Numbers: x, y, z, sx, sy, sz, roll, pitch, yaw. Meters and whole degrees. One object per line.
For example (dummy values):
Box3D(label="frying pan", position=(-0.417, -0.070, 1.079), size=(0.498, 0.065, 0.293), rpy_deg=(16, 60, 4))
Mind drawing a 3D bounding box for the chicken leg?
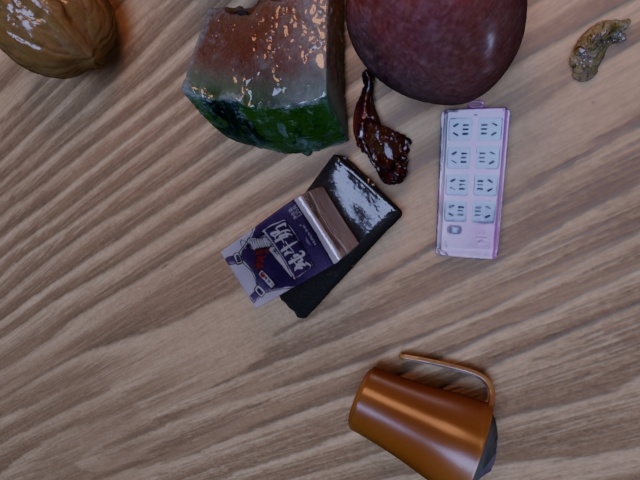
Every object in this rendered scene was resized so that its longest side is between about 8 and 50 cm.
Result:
Box3D(label="chicken leg", position=(0.101, -0.196, 0.809), size=(0.093, 0.053, 0.205), rpy_deg=(-30, 101, 1))

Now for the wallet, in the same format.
Box3D(label="wallet", position=(0.000, 0.000, 0.901), size=(0.170, 0.044, 0.321), rpy_deg=(43, 117, 5))

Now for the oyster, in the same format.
Box3D(label="oyster", position=(0.421, -0.286, 0.678), size=(0.080, 0.038, 0.083), rpy_deg=(-3, 102, 18))

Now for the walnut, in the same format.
Box3D(label="walnut", position=(-0.514, -0.426, 0.873), size=(0.228, 0.228, 0.228), rpy_deg=(5, 106, 18))

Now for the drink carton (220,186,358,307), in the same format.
Box3D(label="drink carton", position=(-0.061, 0.015, 0.853), size=(0.222, 0.102, 0.134), rpy_deg=(-32, 93, 30))

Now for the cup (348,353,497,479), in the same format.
Box3D(label="cup", position=(0.205, 0.334, 0.870), size=(0.264, 0.182, 0.226), rpy_deg=(20, 77, 20))

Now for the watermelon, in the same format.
Box3D(label="watermelon", position=(-0.091, -0.295, 0.791), size=(0.264, 0.151, 0.302), rpy_deg=(6, 107, 18))

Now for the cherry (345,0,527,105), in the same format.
Box3D(label="cherry", position=(0.161, -0.326, 0.637), size=(0.261, 0.307, 0.221), rpy_deg=(35, 86, 10))

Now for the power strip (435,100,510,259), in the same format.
Box3D(label="power strip", position=(0.260, -0.098, 0.785), size=(0.109, 0.037, 0.279), rpy_deg=(4, 106, 18))
